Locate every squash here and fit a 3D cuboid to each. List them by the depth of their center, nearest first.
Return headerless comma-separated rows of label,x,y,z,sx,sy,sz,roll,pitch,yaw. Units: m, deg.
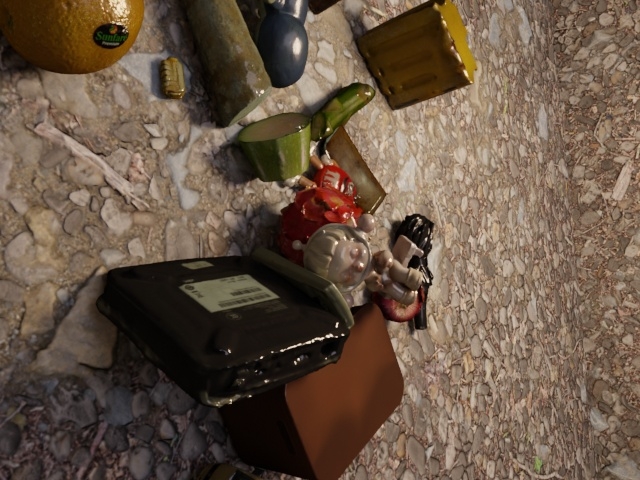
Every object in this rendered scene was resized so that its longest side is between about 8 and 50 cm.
squash,-0.093,-0.206,1.339,0.170,0.170,0.123,-38,122,-46

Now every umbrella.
umbrella,0.284,0.091,1.759,0.118,0.118,0.341,-3,90,-49

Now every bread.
bread,-0.301,-0.329,1.216,0.049,0.033,0.088,-4,81,-35

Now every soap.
soap,0.284,-0.538,1.743,0.259,0.281,0.143,58,42,-24

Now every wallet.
wallet,0.087,-0.184,1.632,0.255,0.031,0.137,55,50,-24

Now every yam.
yam,-0.203,-0.419,1.285,0.133,0.133,0.331,-26,98,-48

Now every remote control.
remote control,-0.039,0.094,1.227,0.038,0.285,0.124,-43,123,-21

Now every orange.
orange,-0.402,-0.383,0.973,0.236,0.236,0.237,13,72,-47

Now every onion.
onion,0.207,0.143,1.657,0.149,0.140,0.150,-4,109,-12

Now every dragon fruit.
dragon fruit,0.000,0.000,1.373,0.210,0.205,0.268,-40,151,-27

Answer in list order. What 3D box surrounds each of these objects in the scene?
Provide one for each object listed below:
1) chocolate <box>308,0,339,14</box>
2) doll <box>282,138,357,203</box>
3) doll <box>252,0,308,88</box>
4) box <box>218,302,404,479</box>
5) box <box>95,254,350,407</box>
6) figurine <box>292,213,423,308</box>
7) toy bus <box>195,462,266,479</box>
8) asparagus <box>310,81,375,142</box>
chocolate,0.045,-0.773,1.648,0.112,0.111,0.321,45,51,-37
doll,0.016,-0.131,1.501,0.217,0.085,0.183,43,55,-25
doll,-0.099,-0.483,1.382,0.228,0.153,0.259,-10,107,-89
box,-0.020,0.306,1.252,0.339,0.229,0.240,-33,106,-47
box,-0.165,0.130,1.064,0.359,0.350,0.091,-7,121,-49
figurine,0.074,0.036,1.216,0.256,0.182,0.145,19,32,-18
toy bus,-0.100,0.583,1.123,0.365,0.201,0.177,54,48,-26
asparagus,0.050,-0.343,1.576,0.343,0.082,0.085,-45,110,-46
